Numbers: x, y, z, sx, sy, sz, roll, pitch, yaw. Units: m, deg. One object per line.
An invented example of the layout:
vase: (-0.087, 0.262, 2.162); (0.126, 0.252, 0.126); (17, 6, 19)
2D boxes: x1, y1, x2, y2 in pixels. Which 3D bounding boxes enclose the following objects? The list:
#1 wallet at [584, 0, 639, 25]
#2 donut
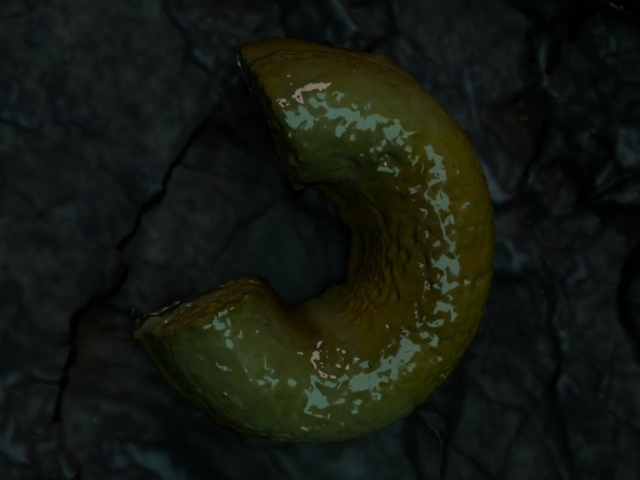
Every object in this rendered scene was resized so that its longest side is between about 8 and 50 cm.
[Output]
wallet: (0.151, -0.266, 0.576); (0.165, 0.042, 0.309); (21, 86, -16)
donut: (0.010, 0.006, 0.525); (0.146, 0.078, 0.181); (22, 87, -12)
